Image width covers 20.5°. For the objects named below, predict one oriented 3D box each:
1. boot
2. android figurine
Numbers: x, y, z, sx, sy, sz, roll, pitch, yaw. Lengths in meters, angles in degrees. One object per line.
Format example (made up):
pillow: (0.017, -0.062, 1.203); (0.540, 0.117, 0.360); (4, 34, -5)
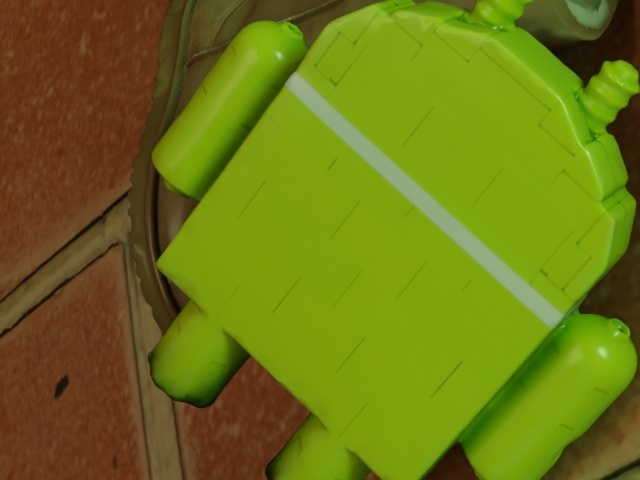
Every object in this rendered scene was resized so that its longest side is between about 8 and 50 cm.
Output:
boot: (0.024, -0.076, 0.895); (0.269, 0.089, 0.236); (-17, 65, 38)
android figurine: (0.035, 0.001, 0.825); (0.248, 0.056, 0.273); (41, 115, 11)
